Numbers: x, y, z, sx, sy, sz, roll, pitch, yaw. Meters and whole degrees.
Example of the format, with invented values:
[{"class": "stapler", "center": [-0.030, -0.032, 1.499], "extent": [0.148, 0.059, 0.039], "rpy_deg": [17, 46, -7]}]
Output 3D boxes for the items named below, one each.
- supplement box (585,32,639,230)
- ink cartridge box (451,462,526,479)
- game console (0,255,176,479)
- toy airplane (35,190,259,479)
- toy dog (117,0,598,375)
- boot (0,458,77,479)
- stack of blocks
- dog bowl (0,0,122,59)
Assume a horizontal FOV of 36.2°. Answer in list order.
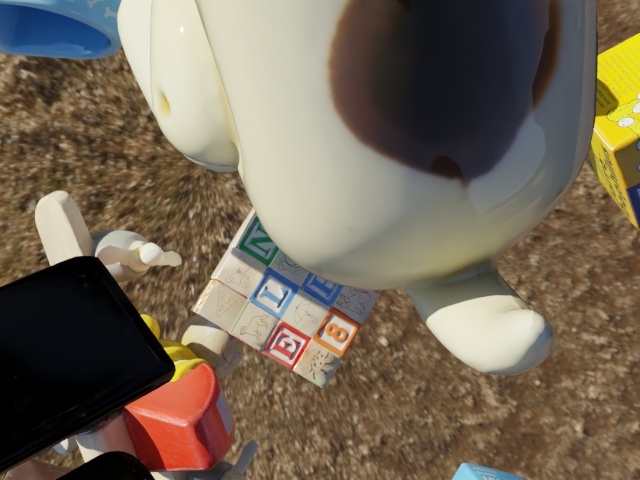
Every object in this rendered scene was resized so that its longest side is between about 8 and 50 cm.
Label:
[{"class": "supplement box", "center": [0.573, -0.211, 1.465], "extent": [0.357, 0.195, 0.194], "rpy_deg": [-28, 132, 8]}, {"class": "ink cartridge box", "center": [0.155, 0.296, 0.797], "extent": [0.082, 0.190, 0.139], "rpy_deg": [22, 103, -27]}, {"class": "game console", "center": [-0.166, 0.185, 0.753], "extent": [0.213, 0.044, 0.361], "rpy_deg": [-27, 75, -42]}, {"class": "toy airplane", "center": [-0.224, 0.173, 1.204], "extent": [0.272, 0.386, 0.384], "rpy_deg": [-28, 63, -26]}, {"class": "toy dog", "center": [0.012, -0.162, 0.437], "extent": [0.285, 0.408, 0.395], "rpy_deg": [-6, 62, -1]}, {"class": "boot", "center": [-0.346, 0.354, 1.420], "extent": [0.207, 0.090, 0.248], "rpy_deg": [33, 77, -16]}, {"class": "stack of blocks", "center": [0.000, 0.000, 1.149], "extent": [0.171, 0.087, 0.297], "rpy_deg": [33, 82, -9]}, {"class": "dog bowl", "center": [-0.299, -0.219, 0.857], "extent": [0.297, 0.166, 0.074], "rpy_deg": [7, 82, 10]}]
